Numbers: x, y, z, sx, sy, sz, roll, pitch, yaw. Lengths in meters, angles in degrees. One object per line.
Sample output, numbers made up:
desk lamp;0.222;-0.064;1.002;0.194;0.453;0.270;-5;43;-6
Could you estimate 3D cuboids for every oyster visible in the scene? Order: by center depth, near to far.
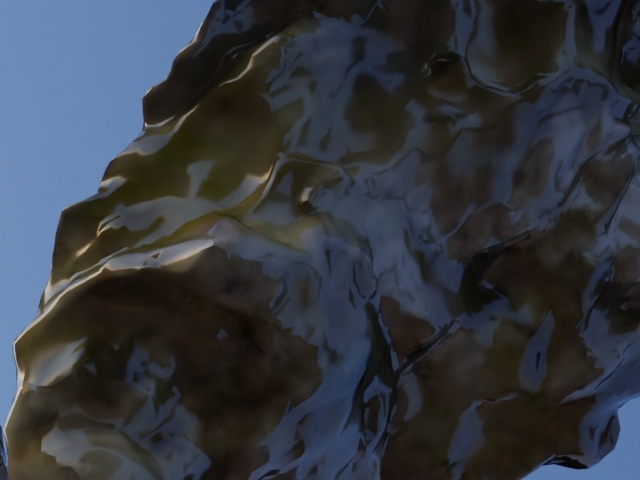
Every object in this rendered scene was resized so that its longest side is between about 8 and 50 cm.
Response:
oyster;0.056;-0.008;0.502;0.115;0.351;0.238;47;-40;25

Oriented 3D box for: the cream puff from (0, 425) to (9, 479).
cream puff;-0.207;0.128;0.630;0.241;0.269;0.155;7;-64;36
